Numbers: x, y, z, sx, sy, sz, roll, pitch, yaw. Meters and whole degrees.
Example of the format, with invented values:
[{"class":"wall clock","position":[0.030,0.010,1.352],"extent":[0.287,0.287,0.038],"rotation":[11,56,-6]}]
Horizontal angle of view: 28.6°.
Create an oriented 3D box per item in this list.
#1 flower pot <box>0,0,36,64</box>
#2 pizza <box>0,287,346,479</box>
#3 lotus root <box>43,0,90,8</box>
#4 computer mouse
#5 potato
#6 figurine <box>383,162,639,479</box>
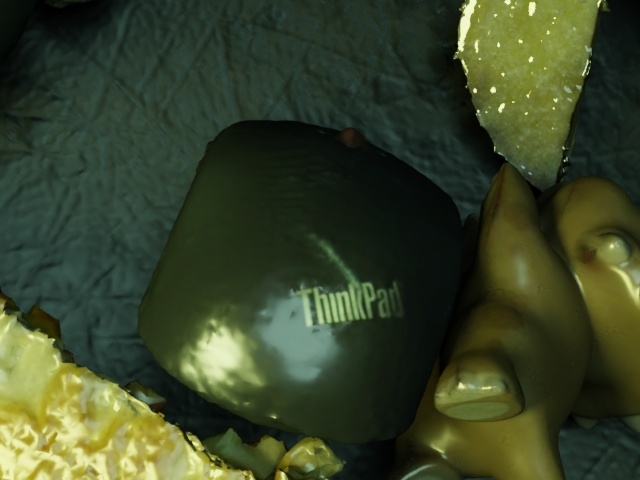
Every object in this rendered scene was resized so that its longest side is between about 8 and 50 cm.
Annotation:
[{"class":"flower pot","position":[-0.283,-0.162,0.740],"extent":[0.243,0.189,0.157],"rotation":[-3,43,18]},{"class":"pizza","position":[-0.167,0.182,0.700],"extent":[0.405,0.130,0.440],"rotation":[1,80,10]},{"class":"lotus root","position":[-0.175,-0.256,0.831],"extent":[0.120,0.120,0.210],"rotation":[-11,85,-13]},{"class":"computer mouse","position":[0.000,0.000,0.739],"extent":[0.170,0.269,0.100],"rotation":[24,119,-4]},{"class":"potato","position":[0.149,-0.129,0.894],"extent":[0.100,0.089,0.172],"rotation":[11,107,12]},{"class":"figurine","position":[0.157,0.069,0.780],"extent":[0.173,0.177,0.247],"rotation":[23,39,-2]}]
